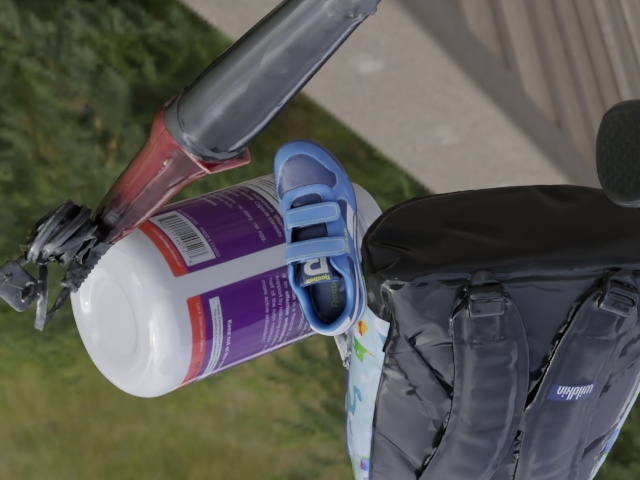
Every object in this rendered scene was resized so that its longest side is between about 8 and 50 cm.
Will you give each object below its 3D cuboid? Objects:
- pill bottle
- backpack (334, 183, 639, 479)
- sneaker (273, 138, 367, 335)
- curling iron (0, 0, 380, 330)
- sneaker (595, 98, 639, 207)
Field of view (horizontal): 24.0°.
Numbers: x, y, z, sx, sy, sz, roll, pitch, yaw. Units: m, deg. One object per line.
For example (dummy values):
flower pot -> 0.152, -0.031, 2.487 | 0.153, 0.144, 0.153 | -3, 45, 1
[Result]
pill bottle -> -0.086, 0.034, 1.571 | 0.323, 0.182, 0.181 | -18, 166, -37
backpack -> 0.147, 0.119, 1.356 | 0.290, 0.273, 0.356 | -5, 120, -12
sneaker -> 0.000, 0.000, 1.053 | 0.053, 0.144, 0.059 | -12, -169, 15
curling iron -> -0.049, -0.029, 0.530 | 0.035, 0.068, 0.274 | 44, 143, -11
sneaker -> 0.284, -0.051, 0.862 | 0.145, 0.090, 0.270 | -5, -173, -19
